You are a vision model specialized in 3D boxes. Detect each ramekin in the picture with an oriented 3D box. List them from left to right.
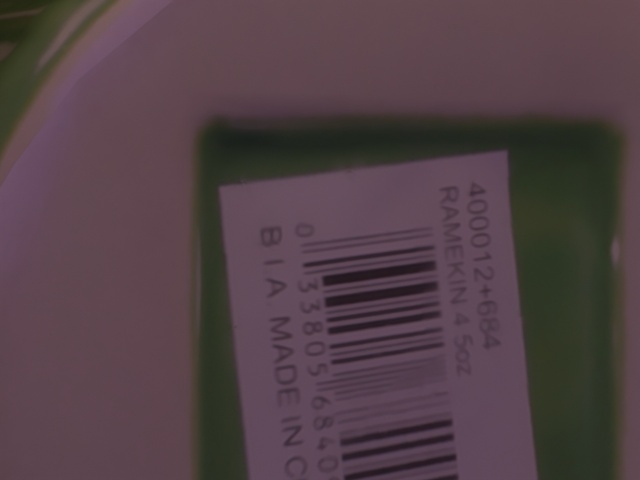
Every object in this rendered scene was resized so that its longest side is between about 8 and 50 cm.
[{"bbox_3d":[0.001,0.031,0.551,0.303,0.148,0.303,-1,92,-21],"label":"ramekin"}]
